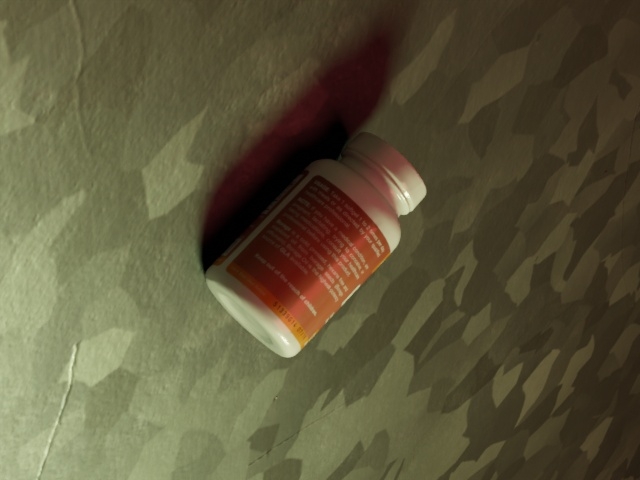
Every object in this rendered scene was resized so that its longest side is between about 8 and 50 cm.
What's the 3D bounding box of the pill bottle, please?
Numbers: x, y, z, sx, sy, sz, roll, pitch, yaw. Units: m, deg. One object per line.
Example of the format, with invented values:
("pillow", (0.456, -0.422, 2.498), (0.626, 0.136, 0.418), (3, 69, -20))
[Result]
("pill bottle", (0.000, 0.000, 1.459), (0.216, 0.121, 0.121), (-46, 151, -12))
